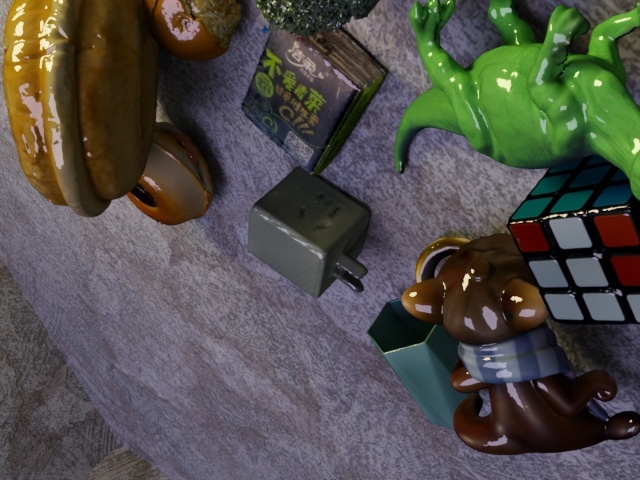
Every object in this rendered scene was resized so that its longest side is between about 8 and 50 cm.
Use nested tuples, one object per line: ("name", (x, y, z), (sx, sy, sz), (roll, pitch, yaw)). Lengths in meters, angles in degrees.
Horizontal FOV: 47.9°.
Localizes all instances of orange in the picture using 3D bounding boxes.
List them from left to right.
("orange", (-0.197, -0.357, 1.110), (0.157, 0.134, 0.156), (-3, 130, -3))

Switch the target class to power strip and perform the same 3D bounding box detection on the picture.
("power strip", (0.000, 0.000, 1.250), (0.224, 0.140, 0.139), (34, 144, 17))

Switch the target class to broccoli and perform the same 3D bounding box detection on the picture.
("broccoli", (0.001, -0.361, 0.842), (0.176, 0.198, 0.226), (-133, 40, -77))

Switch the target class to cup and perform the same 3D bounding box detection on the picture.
("cup", (0.193, 0.225, 1.277), (0.148, 0.134, 0.235), (-15, 121, 23))

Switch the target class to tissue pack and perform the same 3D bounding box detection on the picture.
("tissue pack", (-0.020, -0.224, 1.093), (0.173, 0.073, 0.235), (43, 146, 5))

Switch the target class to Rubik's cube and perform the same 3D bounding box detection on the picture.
("Rubik's cube", (0.343, -0.009, 0.836), (0.162, 0.160, 0.163), (-6, 121, 50))

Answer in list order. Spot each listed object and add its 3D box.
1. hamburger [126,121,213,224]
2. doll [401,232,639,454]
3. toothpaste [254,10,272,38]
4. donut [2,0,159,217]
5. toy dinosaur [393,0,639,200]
("hamburger", (-0.313, -0.131, 1.455), (0.237, 0.147, 0.237), (31, 152, 19))
("doll", (0.279, 0.150, 1.041), (0.318, 0.209, 0.339), (-7, 118, 47))
("toothpaste", (-0.052, -0.353, 1.034), (0.048, 0.031, 0.190), (44, 150, -2))
("donut", (-0.377, -0.251, 1.179), (0.198, 0.449, 0.449), (1, 141, -6))
("toy dinosaur", (0.236, -0.098, 0.831), (0.374, 0.144, 0.500), (59, 164, 21))
